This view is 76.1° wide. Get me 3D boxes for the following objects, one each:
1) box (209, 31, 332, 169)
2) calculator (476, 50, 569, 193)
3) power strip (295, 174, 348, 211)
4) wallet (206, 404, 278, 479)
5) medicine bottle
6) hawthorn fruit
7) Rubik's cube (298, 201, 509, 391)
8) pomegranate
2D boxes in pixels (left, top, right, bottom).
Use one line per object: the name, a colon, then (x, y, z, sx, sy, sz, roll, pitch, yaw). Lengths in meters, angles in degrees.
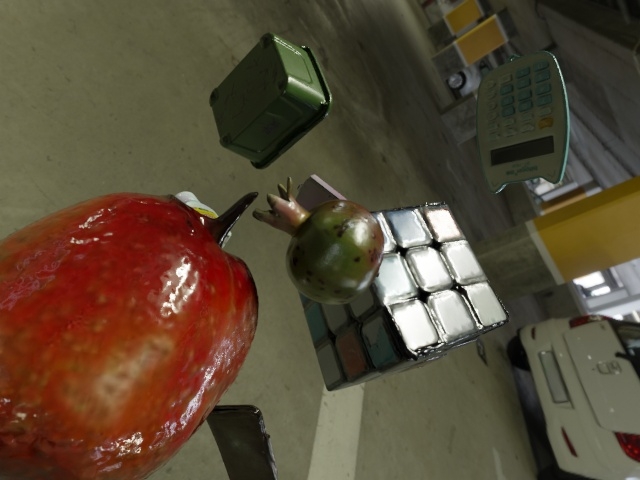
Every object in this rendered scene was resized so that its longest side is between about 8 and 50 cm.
box: (-0.153, -0.391, 1.142, 0.177, 0.328, 0.253, 14, 51, -51)
calculator: (0.570, -0.339, 1.169, 0.054, 0.256, 0.386, -8, 91, -39)
power strip: (0.040, -0.097, 1.311, 0.279, 0.109, 0.037, 39, 32, 14)
wallet: (-0.173, 0.473, 0.932, 0.031, 0.137, 0.255, -72, 157, -61)
medicine bottle: (-0.224, -0.034, 0.738, 0.118, 0.055, 0.074, 47, 18, 31)
hawthorn fruit: (-0.196, 0.072, 0.441, 0.369, 0.284, 0.285, -43, 110, -16)
Rubik's cube: (0.172, 0.144, 1.036, 0.362, 0.359, 0.363, -10, 63, -29)
pomegranate: (0.002, 0.000, 0.489, 0.159, 0.129, 0.129, 45, 25, 15)
